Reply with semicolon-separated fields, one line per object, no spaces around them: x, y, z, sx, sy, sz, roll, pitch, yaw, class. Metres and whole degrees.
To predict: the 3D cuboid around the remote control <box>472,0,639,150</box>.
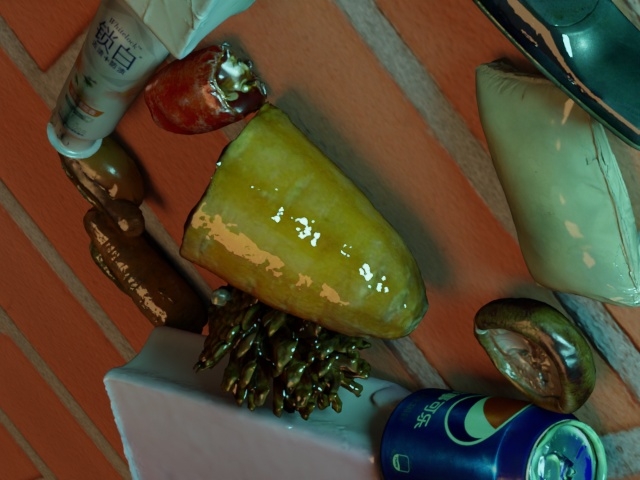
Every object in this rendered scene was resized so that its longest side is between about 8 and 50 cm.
0.166;-0.147;1.177;0.222;0.072;0.042;44;152;9;remote control

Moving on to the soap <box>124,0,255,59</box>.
-0.165;-0.336;1.373;0.347;0.115;0.208;49;151;2;soap

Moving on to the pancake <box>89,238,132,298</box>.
-0.226;0.029;1.993;0.108;0.017;0.108;33;151;22;pancake

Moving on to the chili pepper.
-0.110;-0.133;1.588;0.073;0.070;0.123;16;166;-32;chili pepper

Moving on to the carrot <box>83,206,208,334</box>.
-0.196;0.035;1.914;0.186;0.060;0.060;48;151;2;carrot

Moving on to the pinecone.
-0.030;0.095;1.657;0.173;0.173;0.173;35;148;26;pinecone

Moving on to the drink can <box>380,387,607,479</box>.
0.152;0.197;1.561;0.205;0.118;0.118;3;127;52;drink can

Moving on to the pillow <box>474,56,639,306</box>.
0.181;-0.037;1.308;0.119;0.053;0.208;10;129;47;pillow

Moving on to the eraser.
-0.033;0.250;1.817;0.359;0.122;0.272;9;126;36;eraser

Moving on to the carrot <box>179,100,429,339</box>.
0.000;0.000;1.532;0.225;0.159;0.159;33;149;9;carrot

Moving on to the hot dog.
-0.231;-0.065;1.843;0.140;0.060;0.090;48;156;-5;hot dog

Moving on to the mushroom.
0.182;0.092;1.462;0.123;0.052;0.123;42;157;22;mushroom

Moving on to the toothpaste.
-0.192;-0.175;1.663;0.100;0.066;0.323;47;146;3;toothpaste
